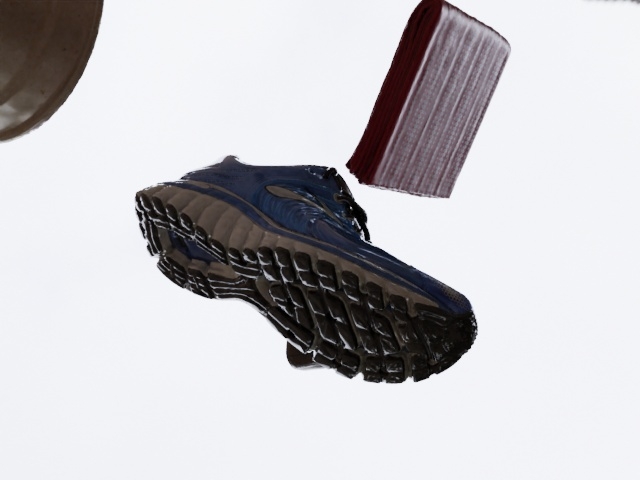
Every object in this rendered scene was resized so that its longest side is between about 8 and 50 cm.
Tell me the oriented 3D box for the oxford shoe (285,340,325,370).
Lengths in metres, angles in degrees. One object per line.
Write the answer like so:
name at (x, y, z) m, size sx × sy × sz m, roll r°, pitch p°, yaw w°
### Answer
oxford shoe at (-0.003, 0.054, 1.505) m, size 0.096 × 0.083 × 0.227 m, roll -20°, pitch -155°, yaw 17°

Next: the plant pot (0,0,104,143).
plant pot at (-0.496, -0.317, 1.807) m, size 0.334 × 0.305 × 0.334 m, roll -10°, pitch -106°, yaw 35°

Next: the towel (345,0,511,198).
towel at (0.120, -0.141, 1.507) m, size 0.031 × 0.275 × 0.199 m, roll 26°, pitch -82°, yaw 21°

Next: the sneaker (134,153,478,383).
sneaker at (0.000, 0.000, 1.192) m, size 0.330 × 0.130 × 0.147 m, roll 27°, pitch -128°, yaw 33°
